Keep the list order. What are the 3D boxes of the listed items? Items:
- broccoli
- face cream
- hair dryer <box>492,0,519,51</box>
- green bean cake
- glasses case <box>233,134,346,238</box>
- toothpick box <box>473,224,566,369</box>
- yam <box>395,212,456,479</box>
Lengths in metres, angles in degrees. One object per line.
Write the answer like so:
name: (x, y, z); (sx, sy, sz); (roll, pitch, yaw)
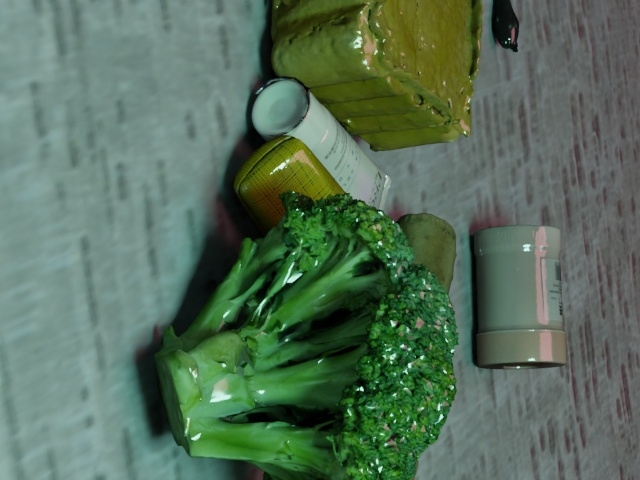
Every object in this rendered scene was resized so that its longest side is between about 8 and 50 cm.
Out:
broccoli: (-0.009, 0.096, 1.251); (0.241, 0.261, 0.269); (-13, 95, -24)
face cream: (0.010, -0.063, 1.464); (0.243, 0.058, 0.092); (46, 56, -57)
hair dryer: (0.222, -0.254, 1.946); (0.083, 0.031, 0.079); (55, 28, -66)
green bean cake: (0.051, -0.212, 1.484); (0.230, 0.131, 0.224); (33, 54, -53)
glasses case: (0.000, 0.000, 1.407); (0.079, 0.064, 0.234); (-44, 135, -11)
toothpick box: (0.218, 0.063, 1.792); (0.098, 0.098, 0.149); (15, 71, -61)
yam: (0.065, 0.137, 1.506); (0.083, 0.083, 0.371); (57, 39, -43)
